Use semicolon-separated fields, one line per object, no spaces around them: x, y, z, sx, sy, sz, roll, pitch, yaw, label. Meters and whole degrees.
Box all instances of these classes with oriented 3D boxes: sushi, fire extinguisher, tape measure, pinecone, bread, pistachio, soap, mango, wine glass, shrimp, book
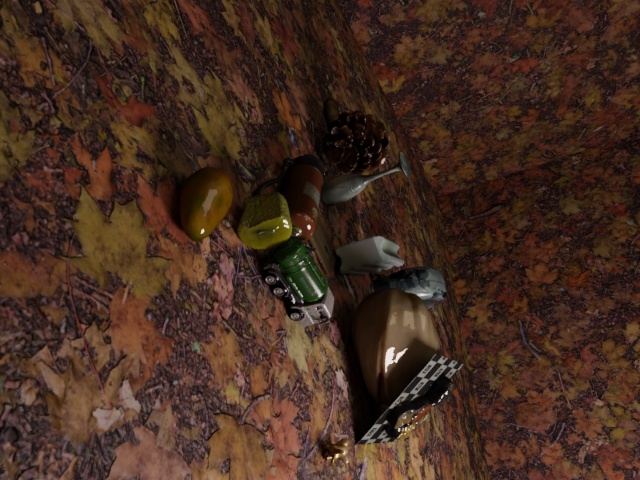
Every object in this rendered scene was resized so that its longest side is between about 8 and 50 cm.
0.311;0.520;1.567;0.064;0.359;0.343;42;5;33;sushi
-0.089;-0.107;1.423;0.200;0.113;0.376;18;42;-11;fire extinguisher
0.365;0.194;2.026;0.275;0.256;0.147;25;51;-54;tape measure
0.133;-0.369;1.896;0.264;0.264;0.264;48;32;-45;pinecone
-0.132;-0.044;1.218;0.111;0.129;0.114;82;2;-51;bread
0.245;0.340;1.644;0.365;0.281;0.445;-58;148;-47;pistachio
0.179;0.057;1.781;0.289;0.173;0.095;15;60;-70;soap
-0.238;-0.080;1.037;0.111;0.089;0.163;61;33;-29;mango
0.157;-0.132;1.701;0.096;0.309;0.264;38;39;-53;wine glass
0.071;-0.497;2.125;0.185;0.068;0.287;33;34;-63;shrimp
0.000;0.000;1.628;0.199;0.016;0.138;65;22;-17;book

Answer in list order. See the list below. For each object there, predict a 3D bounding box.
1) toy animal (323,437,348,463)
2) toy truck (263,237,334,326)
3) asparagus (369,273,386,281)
0.050;0.534;1.287;0.083;0.081;0.060;17;54;-40;toy animal
-0.050;0.105;1.293;0.242;0.125;0.101;60;24;-30;toy truck
0.239;0.150;2.061;0.165;0.030;0.036;14;51;-64;asparagus
